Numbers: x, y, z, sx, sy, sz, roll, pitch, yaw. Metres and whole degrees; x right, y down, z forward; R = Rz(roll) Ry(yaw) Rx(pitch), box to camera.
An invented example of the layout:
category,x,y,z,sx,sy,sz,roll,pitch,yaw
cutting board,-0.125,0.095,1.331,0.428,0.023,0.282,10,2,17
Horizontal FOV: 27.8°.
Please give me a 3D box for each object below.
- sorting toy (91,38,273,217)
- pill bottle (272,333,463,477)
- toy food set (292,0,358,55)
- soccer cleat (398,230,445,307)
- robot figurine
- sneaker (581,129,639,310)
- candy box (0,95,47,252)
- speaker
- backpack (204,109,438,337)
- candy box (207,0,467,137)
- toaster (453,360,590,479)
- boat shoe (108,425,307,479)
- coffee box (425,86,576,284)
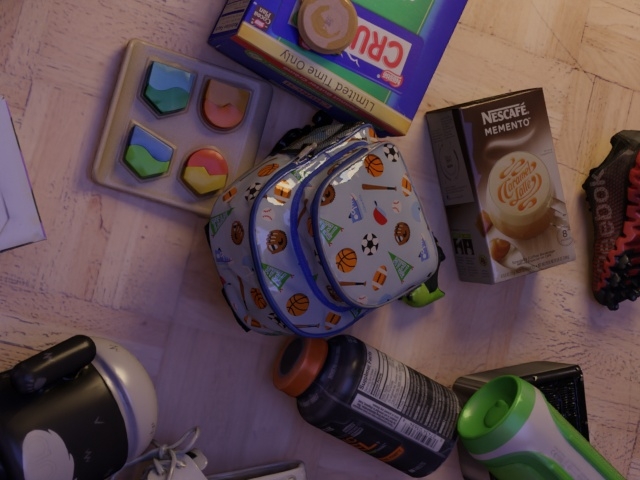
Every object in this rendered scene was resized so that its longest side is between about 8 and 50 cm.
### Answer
category,x,y,z,sx,sy,sz,roll,pitch,yaw
sorting toy,-0.172,-0.139,1.655,0.208,0.038,0.193,17,85,-22
pill bottle,0.058,0.208,1.710,0.245,0.130,0.130,30,80,-20
toy food set,0.007,-0.271,1.605,0.083,0.020,0.083,22,85,-19
soccer cleat,0.133,0.003,1.779,0.072,0.060,0.179,-14,103,-31
robot figurine,-0.324,0.220,1.513,0.278,0.209,0.174,-27,94,-37
sneaker,0.440,-0.038,1.880,0.097,0.135,0.276,-4,117,-34
candy box,-0.385,-0.072,1.484,0.070,0.196,0.165,-18,98,-20
speaker,0.315,0.310,1.700,0.296,0.131,0.131,44,76,-18
backpack,0.000,0.000,1.623,0.263,0.213,0.277,-31,102,-29
candy box,0.046,-0.333,1.694,0.268,0.122,0.317,28,82,-21
toaster,0.278,0.267,1.812,0.185,0.110,0.168,-9,95,-22
boat shoe,-0.176,0.308,1.615,0.367,0.136,0.157,3,91,-25
coffee box,0.251,-0.076,1.797,0.141,0.098,0.247,-16,97,-21
